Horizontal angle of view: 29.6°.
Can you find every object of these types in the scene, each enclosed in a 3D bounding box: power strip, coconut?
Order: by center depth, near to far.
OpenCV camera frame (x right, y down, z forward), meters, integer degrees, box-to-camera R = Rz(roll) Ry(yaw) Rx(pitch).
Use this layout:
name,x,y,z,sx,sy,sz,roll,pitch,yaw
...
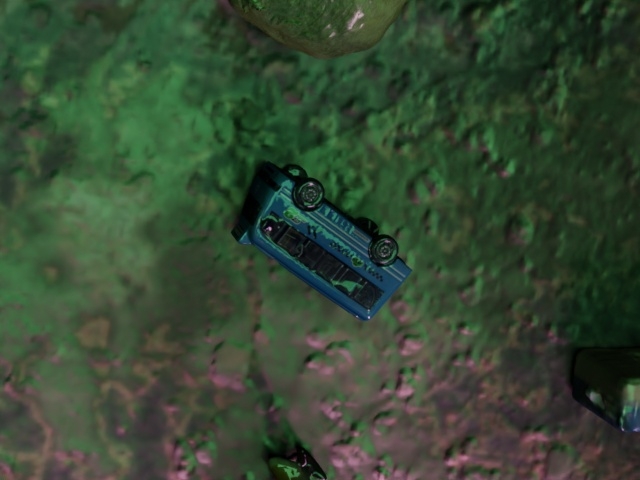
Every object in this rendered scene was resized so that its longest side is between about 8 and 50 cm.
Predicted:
name,x,y,z,sx,sy,sz,roll,pitch,yaw
coconut,0.004,-0.129,0.530,0.088,0.088,0.096,23,100,-20
power strip,0.199,0.079,0.648,0.123,0.056,0.032,1,101,-16

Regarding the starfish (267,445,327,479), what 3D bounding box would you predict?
name,x,y,z,sx,sy,sz,roll,pitch,yaw
starfish,0.086,0.262,0.483,0.132,0.384,0.398,-34,111,-9

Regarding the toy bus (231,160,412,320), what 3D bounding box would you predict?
name,x,y,z,sx,sy,sz,roll,pitch,yaw
toy bus,0.000,0.000,0.580,0.083,0.038,0.046,36,94,-20
